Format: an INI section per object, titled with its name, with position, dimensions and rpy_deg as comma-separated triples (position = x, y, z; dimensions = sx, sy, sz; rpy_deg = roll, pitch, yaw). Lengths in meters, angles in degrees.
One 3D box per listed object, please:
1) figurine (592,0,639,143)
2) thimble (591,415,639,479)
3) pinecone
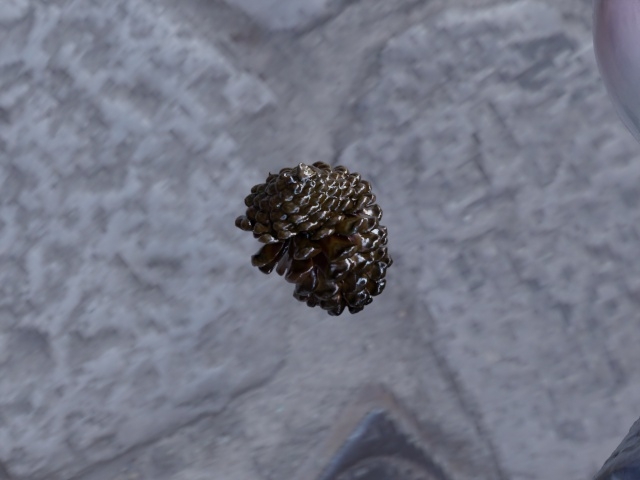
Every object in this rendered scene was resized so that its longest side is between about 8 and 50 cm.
[figurine]
position = 0.304, -0.015, 1.170
dimensions = 0.284, 0.206, 0.315
rpy_deg = 41, 32, -31
[thimble]
position = 0.337, 0.232, 1.600
dimensions = 0.236, 0.205, 0.172
rpy_deg = 52, 53, -5
[pinecone]
position = 0.003, -0.001, 1.335
dimensions = 0.109, 0.102, 0.102
rpy_deg = 46, 63, -16
